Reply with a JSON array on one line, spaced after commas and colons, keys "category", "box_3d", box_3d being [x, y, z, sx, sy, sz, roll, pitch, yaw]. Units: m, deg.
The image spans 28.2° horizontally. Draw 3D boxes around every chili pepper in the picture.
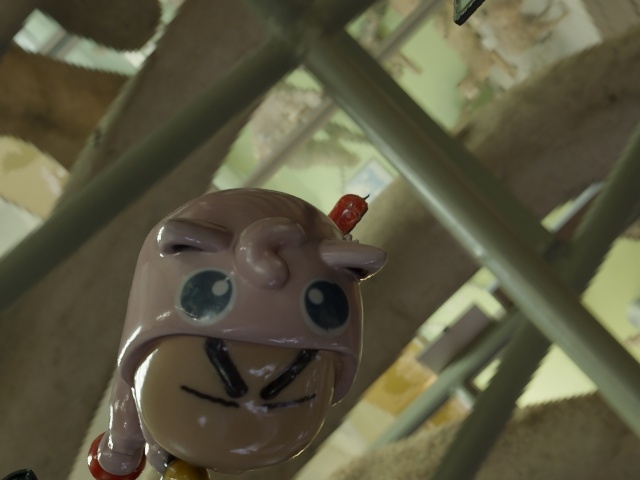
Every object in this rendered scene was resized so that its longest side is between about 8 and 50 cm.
[{"category": "chili pepper", "box_3d": [0.000, 0.000, 1.532, 0.045, 0.178, 0.027, 22, 155, 50]}]

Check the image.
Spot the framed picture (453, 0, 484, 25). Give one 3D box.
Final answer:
[{"category": "framed picture", "box_3d": [0.233, -0.374, 1.216, 0.013, 0.324, 0.244, 33, -146, -18]}]

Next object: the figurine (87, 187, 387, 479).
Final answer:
[{"category": "figurine", "box_3d": [-0.058, 0.083, 0.845, 0.176, 0.287, 0.186, 6, -117, -24]}]

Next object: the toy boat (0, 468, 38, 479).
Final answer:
[{"category": "toy boat", "box_3d": [-0.277, 0.259, 1.081, 0.055, 0.141, 0.060, 31, 157, -21]}]
